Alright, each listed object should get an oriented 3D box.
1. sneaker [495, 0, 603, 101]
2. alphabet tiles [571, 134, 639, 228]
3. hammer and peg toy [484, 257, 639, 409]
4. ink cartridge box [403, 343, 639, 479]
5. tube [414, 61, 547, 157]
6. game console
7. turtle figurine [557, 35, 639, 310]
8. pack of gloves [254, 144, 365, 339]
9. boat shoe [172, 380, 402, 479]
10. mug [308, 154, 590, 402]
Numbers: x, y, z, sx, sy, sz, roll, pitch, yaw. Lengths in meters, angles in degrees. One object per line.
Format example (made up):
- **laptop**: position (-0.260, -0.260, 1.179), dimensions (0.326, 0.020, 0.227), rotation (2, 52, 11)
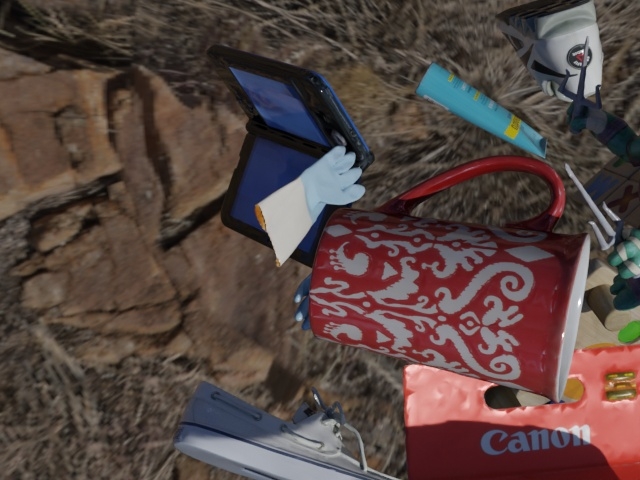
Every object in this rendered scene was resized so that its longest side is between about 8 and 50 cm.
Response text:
- **sneaker**: position (0.329, -0.268, 1.809), dimensions (0.122, 0.330, 0.146), rotation (-17, 104, 8)
- **alphabet tiles**: position (0.343, -0.069, 1.050), dimensions (0.198, 0.237, 0.009), rotation (-41, 117, -7)
- **hammer and peg toy**: position (0.300, 0.145, 1.618), dimensions (0.361, 0.127, 0.266), rotation (29, 111, -34)
- **ink cartridge box**: position (0.254, 0.315, 1.375), dimensions (0.308, 0.091, 0.385), rotation (-4, 90, -12)
- **tube**: position (0.235, -0.183, 1.843), dimensions (0.207, 0.080, 0.052), rotation (30, 122, -2)
- **game console**: position (-0.079, -0.128, 1.893), dimensions (0.173, 0.293, 0.250), rotation (-48, 129, -16)
- **turtle figurine**: position (0.246, -0.029, 0.947), dimensions (0.118, 0.175, 0.234), rotation (-9, 126, 12)
- **pack of gloves**: position (0.000, 0.000, 1.594), dimensions (0.046, 0.232, 0.195), rotation (-5, 112, 36)
- **boat shoe**: position (-0.019, 0.287, 1.864), dimensions (0.367, 0.136, 0.157), rotation (18, 69, 1)
- **mug**: position (0.091, 0.024, 0.864), dimensions (0.169, 0.150, 0.113), rotation (9, 141, 16)
